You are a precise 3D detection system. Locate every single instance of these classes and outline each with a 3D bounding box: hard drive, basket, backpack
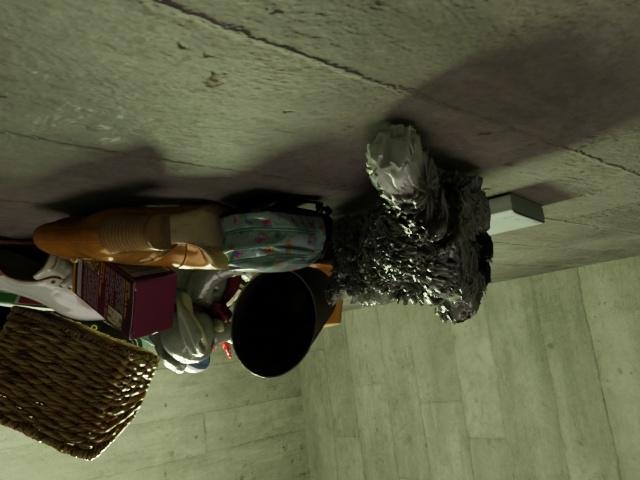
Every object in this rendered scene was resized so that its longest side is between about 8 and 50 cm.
[{"bbox_3d":[0.290,-0.030,1.240,0.307,0.040,0.203,-14,167,36],"label":"hard drive"},{"bbox_3d":[-0.054,0.129,1.125,0.154,0.204,0.227,20,-167,11],"label":"basket"},{"bbox_3d":[-0.076,-0.005,0.939,0.152,0.115,0.182,-16,171,30],"label":"backpack"},{"bbox_3d":[-0.522,0.293,1.225,0.299,0.223,0.213,19,169,7],"label":"basket"}]

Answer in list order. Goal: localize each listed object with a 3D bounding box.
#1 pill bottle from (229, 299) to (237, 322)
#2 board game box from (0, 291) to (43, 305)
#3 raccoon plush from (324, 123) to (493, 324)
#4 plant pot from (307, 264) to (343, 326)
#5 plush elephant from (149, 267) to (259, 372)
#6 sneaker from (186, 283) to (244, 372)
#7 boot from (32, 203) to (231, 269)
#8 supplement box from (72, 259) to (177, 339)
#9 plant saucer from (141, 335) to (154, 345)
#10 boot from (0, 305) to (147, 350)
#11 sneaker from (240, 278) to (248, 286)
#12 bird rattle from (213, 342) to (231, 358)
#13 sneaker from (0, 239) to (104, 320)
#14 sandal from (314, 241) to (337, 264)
[{"bbox_3d":[-0.215,0.194,1.609,0.086,0.086,0.152,-13,178,29],"label":"pill bottle"},{"bbox_3d":[-0.555,0.117,1.260,0.316,0.064,0.242,4,169,1],"label":"board game box"},{"bbox_3d":[0.080,-0.038,0.903,0.299,0.216,0.446,0,144,31],"label":"raccoon plush"},{"bbox_3d":[-0.025,0.112,1.382,0.205,0.188,0.205,-7,169,-1],"label":"plant pot"},{"bbox_3d":[-0.238,0.140,1.219,0.330,0.255,0.272,-1,168,-27],"label":"plush elephant"},{"bbox_3d":[-0.282,0.196,1.477,0.236,0.130,0.323,-17,125,9],"label":"sneaker"},{"bbox_3d":[-0.271,-0.008,0.921,0.211,0.104,0.295,0,177,23],"label":"boot"},{"bbox_3d":[-0.326,0.070,0.965,0.188,0.104,0.081,26,-155,36],"label":"supplement box"},{"bbox_3d":[-0.502,0.206,1.566,0.317,0.044,0.317,32,171,6],"label":"plant saucer"},{"bbox_3d":[-0.668,0.230,1.514,0.377,0.138,0.284,23,175,21],"label":"boot"},{"bbox_3d":[-0.188,0.133,1.573,0.083,0.118,0.222,-7,169,2],"label":"sneaker"},{"bbox_3d":[-0.273,0.219,1.752,0.143,0.253,0.207,29,136,3],"label":"bird rattle"},{"bbox_3d":[-0.450,0.071,1.036,0.290,0.106,0.123,18,151,-33],"label":"sneaker"},{"bbox_3d":[0.000,0.000,1.164,0.219,0.090,0.060,-7,149,37],"label":"sandal"}]
